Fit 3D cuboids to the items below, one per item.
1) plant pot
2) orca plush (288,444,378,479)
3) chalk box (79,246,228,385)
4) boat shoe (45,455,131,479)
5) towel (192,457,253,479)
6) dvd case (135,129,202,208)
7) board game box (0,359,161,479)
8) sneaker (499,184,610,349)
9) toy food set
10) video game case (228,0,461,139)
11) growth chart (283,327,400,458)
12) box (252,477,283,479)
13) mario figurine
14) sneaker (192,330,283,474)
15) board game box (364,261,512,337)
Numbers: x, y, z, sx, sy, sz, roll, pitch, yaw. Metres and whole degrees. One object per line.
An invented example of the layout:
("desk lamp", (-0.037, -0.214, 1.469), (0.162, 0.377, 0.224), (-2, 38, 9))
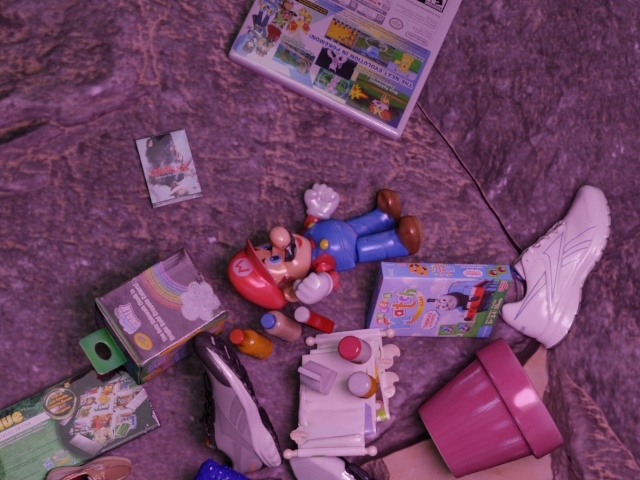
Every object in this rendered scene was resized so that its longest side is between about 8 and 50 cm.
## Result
("plant pot", (0.265, 0.284, 1.877), (0.180, 0.201, 0.201), (-29, 86, 3))
("orca plush", (0.085, 0.408, 1.859), (0.287, 0.151, 0.102), (27, 35, 20))
("chalk box", (-0.270, 0.133, 1.819), (0.213, 0.132, 0.132), (-31, 78, -18))
("boat shoe", (-0.357, 0.373, 1.811), (0.135, 0.045, 0.050), (-11, 119, -19))
("towel", (-0.145, 0.515, 1.763), (0.227, 0.076, 0.308), (27, 78, -4))
("dvd case", (-0.253, -0.120, 1.946), (0.087, 0.013, 0.119), (-13, 83, -11))
("board game box", (-0.398, 0.291, 1.841), (0.259, 0.030, 0.136), (-24, 87, -13))
("sneaker", (0.403, 0.032, 1.981), (0.129, 0.111, 0.297), (24, 76, 2))
("toy food set", (-0.020, 0.169, 1.830), (0.232, 0.104, 0.111), (23, 85, 26))
("video game case", (0.048, -0.375, 2.030), (0.329, 0.036, 0.300), (26, 77, -5))
("growth chart", (0.039, 0.243, 1.865), (0.172, 0.021, 0.237), (1, 57, 12))
("box", (-0.134, 0.495, 1.835), (0.175, 0.051, 0.220), (-6, 81, -10))
("mario figurine", (0.000, 0.000, 1.879), (0.320, 0.198, 0.170), (-21, 96, -16))
("sneaker", (-0.145, 0.262, 1.806), (0.108, 0.100, 0.271), (-22, 118, -3))
("board game box", (0.190, 0.099, 1.906), (0.211, 0.160, 0.039), (2, 50, -8))
